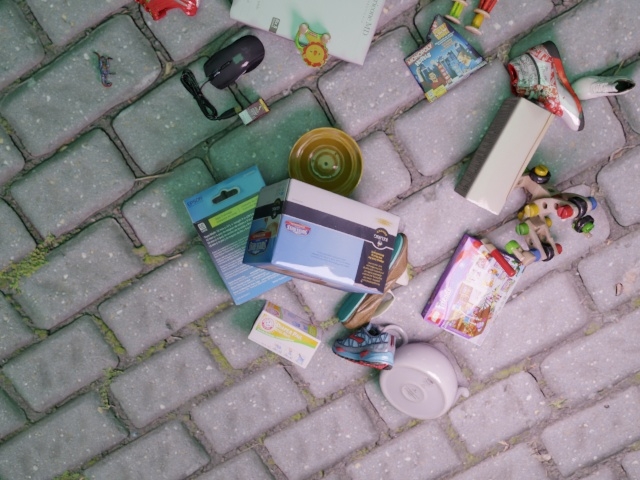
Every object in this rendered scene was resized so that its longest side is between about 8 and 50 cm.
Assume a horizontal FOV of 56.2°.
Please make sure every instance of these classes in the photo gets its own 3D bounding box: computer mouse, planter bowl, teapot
[{"bbox_3d":[-0.260,-0.460,1.717,0.262,0.060,0.184,-27,99,7],"label":"computer mouse"},{"bbox_3d":[0.016,-0.221,1.746,0.217,0.090,0.217,0,101,2],"label":"planter bowl"},{"bbox_3d":[0.307,0.401,1.830,0.252,0.187,0.256,4,122,28],"label":"teapot"}]

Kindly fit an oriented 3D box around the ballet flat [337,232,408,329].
[{"bbox_3d":[0.189,0.136,1.817,0.124,0.116,0.342,27,102,-25],"label":"ballet flat"}]

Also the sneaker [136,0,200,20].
[{"bbox_3d":[-0.475,-0.673,1.659,0.278,0.107,0.119,7,111,2],"label":"sneaker"}]

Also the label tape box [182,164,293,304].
[{"bbox_3d":[-0.214,-0.019,1.785,0.249,0.115,0.348,-25,98,6],"label":"label tape box"}]

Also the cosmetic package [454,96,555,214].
[{"bbox_3d":[0.514,-0.241,1.695,0.113,0.160,0.310,25,102,-4],"label":"cosmetic package"}]

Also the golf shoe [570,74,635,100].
[{"bbox_3d":[0.793,-0.435,1.685,0.176,0.086,0.069,-8,103,5],"label":"golf shoe"}]

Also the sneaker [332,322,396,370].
[{"bbox_3d":[0.141,0.313,1.806,0.104,0.261,0.125,28,73,-32],"label":"sneaker"}]

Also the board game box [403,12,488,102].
[{"bbox_3d":[0.337,-0.524,1.690,0.194,0.060,0.194,-33,98,8],"label":"board game box"}]

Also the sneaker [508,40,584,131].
[{"bbox_3d":[0.629,-0.410,1.692,0.144,0.090,0.270,-24,96,5],"label":"sneaker"}]

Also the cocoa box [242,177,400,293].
[{"bbox_3d":[0.000,0.000,1.641,0.347,0.231,0.228,17,80,-25],"label":"cocoa box"}]

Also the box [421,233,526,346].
[{"bbox_3d":[0.465,0.152,1.830,0.200,0.057,0.293,26,101,-5],"label":"box"}]

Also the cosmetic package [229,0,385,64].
[{"bbox_3d":[-0.028,-0.637,1.623,0.384,0.156,0.217,17,105,-2],"label":"cosmetic package"}]

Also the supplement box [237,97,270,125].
[{"bbox_3d":[-0.192,-0.372,1.737,0.083,0.055,0.043,-31,100,8],"label":"supplement box"}]

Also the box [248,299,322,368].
[{"bbox_3d":[-0.108,0.286,1.845,0.203,0.114,0.103,29,101,-3],"label":"box"}]

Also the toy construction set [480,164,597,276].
[{"bbox_3d":[0.597,-0.071,1.720,0.308,0.257,0.237,-32,60,-4],"label":"toy construction set"}]

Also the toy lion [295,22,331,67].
[{"bbox_3d":[-0.022,-0.506,1.569,0.100,0.034,0.096,24,116,-5],"label":"toy lion"}]

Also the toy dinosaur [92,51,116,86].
[{"bbox_3d":[-0.627,-0.492,1.742,0.090,0.047,0.082,33,113,28],"label":"toy dinosaur"}]

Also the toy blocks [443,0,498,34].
[{"bbox_3d":[0.427,-0.665,1.660,0.123,0.054,0.148,25,101,-4],"label":"toy blocks"}]
